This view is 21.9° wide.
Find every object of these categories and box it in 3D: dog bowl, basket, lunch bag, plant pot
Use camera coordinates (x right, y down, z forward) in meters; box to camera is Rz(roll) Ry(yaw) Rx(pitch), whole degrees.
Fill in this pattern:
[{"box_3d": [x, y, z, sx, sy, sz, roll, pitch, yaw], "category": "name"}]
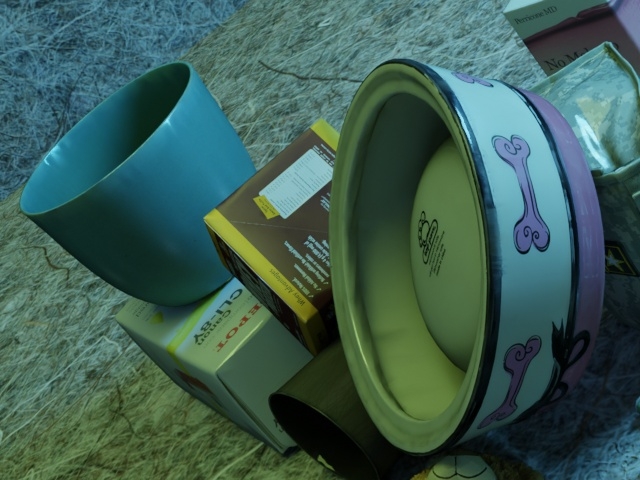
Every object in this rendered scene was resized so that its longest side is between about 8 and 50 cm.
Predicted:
[{"box_3d": [0.148, 0.015, 1.714, 0.150, 0.408, 0.408, -4, 15, -20], "category": "dog bowl"}, {"box_3d": [0.076, 0.155, 1.934, 0.227, 0.154, 0.204, -45, 16, -20], "category": "basket"}, {"box_3d": [0.334, -0.042, 1.781, 0.169, 0.235, 0.287, -31, 26, 8], "category": "lunch bag"}, {"box_3d": [-0.211, -0.055, 2.193, 0.293, 0.235, 0.293, -33, 25, 17], "category": "plant pot"}]

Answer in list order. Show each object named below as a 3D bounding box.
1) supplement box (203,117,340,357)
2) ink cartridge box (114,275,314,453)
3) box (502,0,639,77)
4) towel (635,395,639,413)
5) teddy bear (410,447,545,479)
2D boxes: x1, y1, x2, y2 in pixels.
[{"box_3d": [0.000, 0.000, 1.988, 0.194, 0.129, 0.191, -41, 66, -11], "category": "supplement box"}, {"box_3d": [-0.076, 0.093, 2.229, 0.279, 0.160, 0.384, -46, 25, -13], "category": "ink cartridge box"}, {"box_3d": [0.366, -0.259, 2.099, 0.148, 0.232, 0.127, -15, 34, 44], "category": "box"}, {"box_3d": [0.393, 0.152, 1.640, 0.113, 0.023, 0.152, -47, 28, -9], "category": "towel"}, {"box_3d": [0.143, 0.320, 1.603, 0.245, 0.113, 0.338, -17, 33, 37], "category": "teddy bear"}]
